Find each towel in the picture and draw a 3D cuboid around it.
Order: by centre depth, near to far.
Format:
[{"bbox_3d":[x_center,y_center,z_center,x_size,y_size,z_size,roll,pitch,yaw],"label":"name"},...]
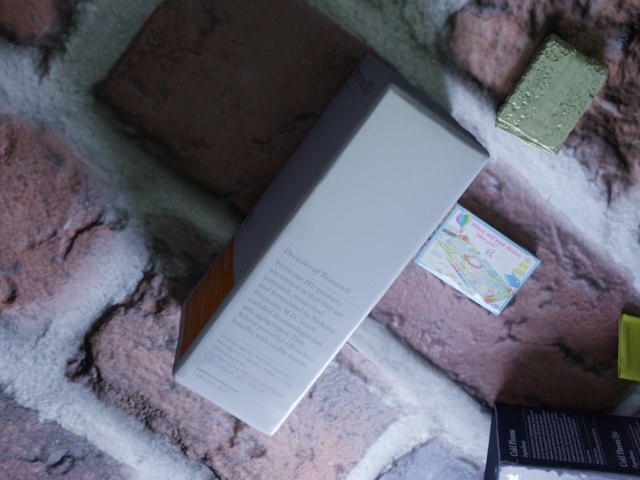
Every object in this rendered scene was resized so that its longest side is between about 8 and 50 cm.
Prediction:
[{"bbox_3d":[0.313,-0.197,1.387,0.110,0.027,0.148,26,106,-13],"label":"towel"},{"bbox_3d":[0.556,0.175,1.514,0.237,0.021,0.102,11,67,-8],"label":"towel"}]

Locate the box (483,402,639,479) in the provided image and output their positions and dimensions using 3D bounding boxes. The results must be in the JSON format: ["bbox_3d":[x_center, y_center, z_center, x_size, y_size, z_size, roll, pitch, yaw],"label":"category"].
[{"bbox_3d":[0.397,0.443,1.517,0.313,0.179,0.343,5,109,4],"label":"box"}]

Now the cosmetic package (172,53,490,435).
[{"bbox_3d":[0.000,0.000,1.322,0.161,0.230,0.453,34,103,-15],"label":"cosmetic package"}]

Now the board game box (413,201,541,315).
[{"bbox_3d":[0.223,0.026,1.458,0.154,0.026,0.103,33,104,-15],"label":"board game box"}]
